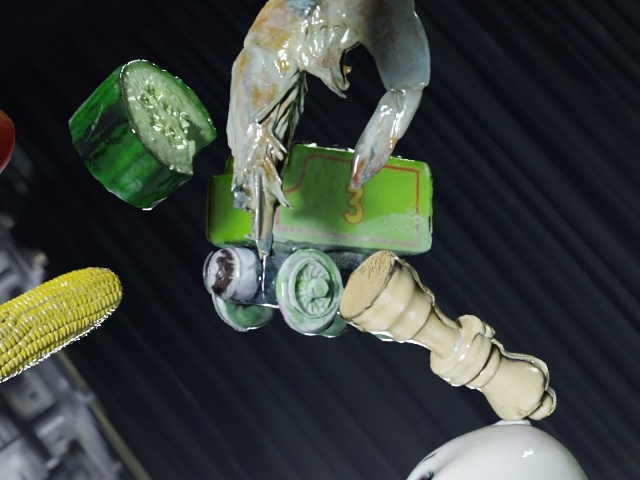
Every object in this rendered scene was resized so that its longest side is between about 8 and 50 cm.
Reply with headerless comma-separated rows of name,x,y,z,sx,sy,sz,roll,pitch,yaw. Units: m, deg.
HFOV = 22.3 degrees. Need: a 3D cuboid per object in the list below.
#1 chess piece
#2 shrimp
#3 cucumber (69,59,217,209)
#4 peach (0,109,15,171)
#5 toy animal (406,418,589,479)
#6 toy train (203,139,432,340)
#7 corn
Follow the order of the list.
chess piece,0.096,0.073,1.127,0.060,0.172,0.060,-47,22,26
shrimp,-0.001,-0.147,1.811,0.085,0.247,0.360,25,-98,-59
cucumber,-0.249,-0.148,2.254,0.130,0.191,0.191,-45,-18,28
peach,-0.417,-0.117,1.548,0.243,0.243,0.199,-33,-45,-19
toy animal,0.147,0.259,1.208,0.212,0.267,0.212,-18,-57,-29
toy train,0.000,0.000,2.059,0.307,0.249,0.173,5,-6,-37
corn,-0.283,0.085,1.597,0.203,0.072,0.072,-30,-20,-36
